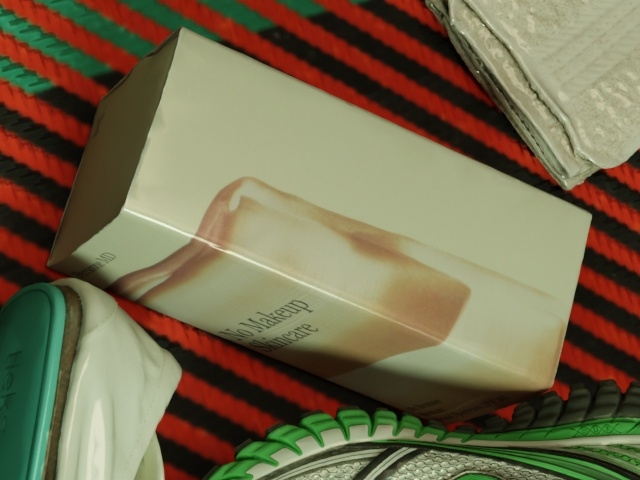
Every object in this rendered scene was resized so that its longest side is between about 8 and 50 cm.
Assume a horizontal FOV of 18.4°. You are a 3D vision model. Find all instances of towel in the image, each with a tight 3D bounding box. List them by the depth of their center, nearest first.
[{"bbox_3d":[0.220,-0.181,1.449,0.282,0.049,0.187,-42,97,-28],"label":"towel"}]

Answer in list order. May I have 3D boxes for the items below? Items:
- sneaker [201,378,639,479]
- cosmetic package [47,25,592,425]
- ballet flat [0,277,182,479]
[{"bbox_3d":[0.073,0.179,1.170,0.343,0.134,0.146,-11,38,-3],"label":"sneaker"},{"bbox_3d":[0.000,0.000,1.243,0.296,0.153,0.129,23,68,-18],"label":"cosmetic package"},{"bbox_3d":[-0.160,0.219,1.136,0.139,0.139,0.400,21,68,-20],"label":"ballet flat"}]
